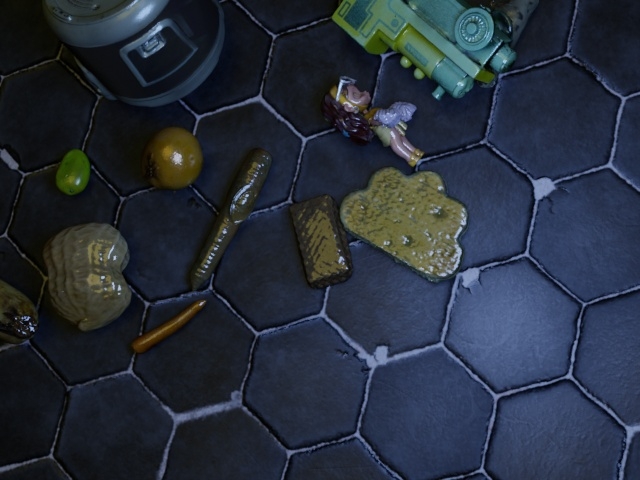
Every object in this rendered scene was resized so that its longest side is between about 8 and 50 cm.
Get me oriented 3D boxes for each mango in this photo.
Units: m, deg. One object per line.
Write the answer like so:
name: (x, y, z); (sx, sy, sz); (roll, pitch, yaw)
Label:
mango: (-0.556, -0.155, 1.932); (0.073, 0.056, 0.108); (0, 76, 5)

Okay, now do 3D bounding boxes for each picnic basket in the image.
picnic basket: (0.000, 0.000, 1.797); (0.110, 0.055, 0.194); (-16, 78, 7)

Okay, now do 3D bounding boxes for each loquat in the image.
loquat: (-0.320, -0.175, 1.853); (0.141, 0.141, 0.141); (-2, 79, 10)

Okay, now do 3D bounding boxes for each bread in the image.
bread: (0.191, -0.050, 1.768); (0.286, 0.056, 0.207); (35, 89, 15)

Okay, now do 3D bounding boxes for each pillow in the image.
pillow: (0.375, -0.439, 1.813); (0.093, 0.051, 0.241); (27, 88, 19)

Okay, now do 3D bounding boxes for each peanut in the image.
peanut: (-0.502, 0.078, 1.850); (0.196, 0.110, 0.233); (-12, 75, 8)

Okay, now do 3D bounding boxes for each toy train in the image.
toy train: (0.225, -0.433, 1.769); (0.369, 0.150, 0.237); (46, 112, 18)

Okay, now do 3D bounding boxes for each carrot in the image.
carrot: (-0.320, 0.183, 1.835); (0.190, 0.037, 0.037); (-32, 75, -1)
carrot: (-0.195, -0.042, 1.839); (0.070, 0.070, 0.342); (26, 86, 14)

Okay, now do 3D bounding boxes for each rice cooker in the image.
rice cooker: (-0.387, -0.465, 1.823); (0.335, 0.325, 0.335); (-8, 64, 16)

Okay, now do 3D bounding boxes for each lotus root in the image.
lotus root: (-0.711, 0.144, 1.886); (0.258, 0.097, 0.110); (31, 79, 22)

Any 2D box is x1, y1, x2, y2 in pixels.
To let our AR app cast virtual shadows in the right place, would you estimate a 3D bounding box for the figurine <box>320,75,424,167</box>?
figurine: (0.114, -0.246, 1.782); (0.240, 0.175, 0.116); (28, 112, 8)
